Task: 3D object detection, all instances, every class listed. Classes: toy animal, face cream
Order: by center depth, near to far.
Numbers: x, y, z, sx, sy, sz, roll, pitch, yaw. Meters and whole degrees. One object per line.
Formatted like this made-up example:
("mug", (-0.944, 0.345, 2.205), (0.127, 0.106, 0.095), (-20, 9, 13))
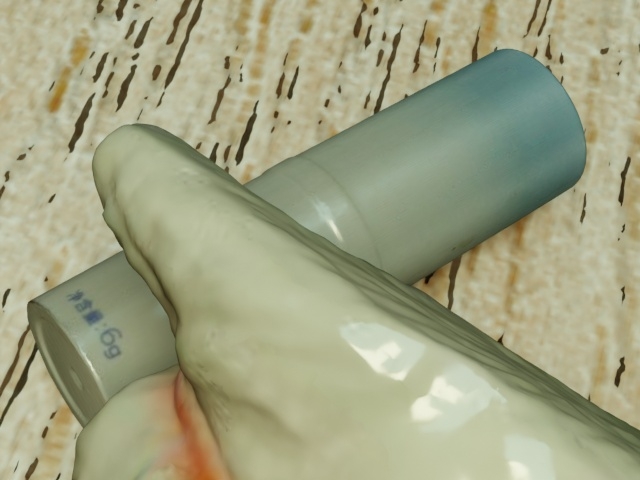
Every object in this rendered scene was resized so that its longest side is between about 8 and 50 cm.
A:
("toy animal", (0.055, 0.127, 0.514), (0.266, 0.308, 0.188), (24, 83, 46))
("face cream", (0.000, 0.000, 0.639), (0.250, 0.077, 0.077), (-29, 62, -22))
